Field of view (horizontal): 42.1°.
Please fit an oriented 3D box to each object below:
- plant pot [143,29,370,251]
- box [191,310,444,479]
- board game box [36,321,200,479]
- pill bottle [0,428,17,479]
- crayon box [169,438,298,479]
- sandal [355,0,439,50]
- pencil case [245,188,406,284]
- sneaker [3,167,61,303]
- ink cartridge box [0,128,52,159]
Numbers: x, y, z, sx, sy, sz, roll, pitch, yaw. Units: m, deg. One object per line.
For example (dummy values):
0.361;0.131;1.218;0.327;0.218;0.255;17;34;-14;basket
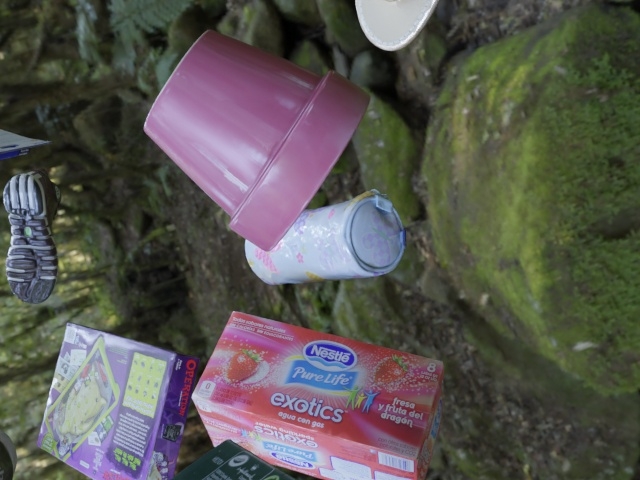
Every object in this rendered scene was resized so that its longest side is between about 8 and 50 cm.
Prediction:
-0.075;-0.118;0.878;0.180;0.201;0.201;33;176;-6;plant pot
0.004;0.221;1.103;0.154;0.299;0.142;81;-154;-50;box
-0.310;0.245;1.234;0.346;0.056;0.208;5;76;49;board game box
-0.590;0.389;1.332;0.278;0.162;0.162;-161;53;-84;pill bottle
-0.001;0.341;0.738;0.319;0.081;0.202;61;158;-11;crayon box
0.067;-0.265;0.638;0.088;0.079;0.240;34;116;23;sandal
0.000;0.000;1.245;0.273;0.113;0.124;-10;80;51;pencil case
-0.580;-0.019;1.735;0.162;0.106;0.281;-85;1;-68;sneaker
-0.735;-0.202;1.786;0.223;0.224;0.045;-34;-43;-66;ink cartridge box
